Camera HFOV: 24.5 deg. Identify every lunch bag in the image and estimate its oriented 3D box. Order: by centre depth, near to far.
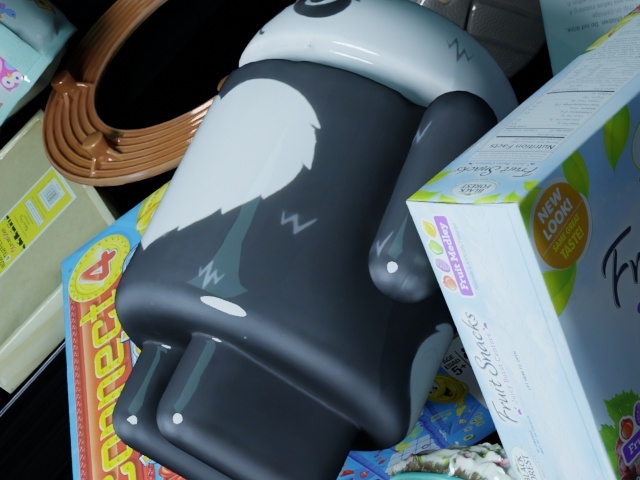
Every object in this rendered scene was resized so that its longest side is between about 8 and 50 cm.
[{"bbox_3d":[-0.349,-0.207,1.366,0.160,0.223,0.262,-51,11,-4],"label":"lunch bag"}]

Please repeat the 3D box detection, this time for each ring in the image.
[{"bbox_3d":[-0.116,-0.183,1.302,0.337,0.032,0.336,-23,39,20],"label":"ring"}]

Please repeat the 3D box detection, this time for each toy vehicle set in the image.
[{"bbox_3d":[-0.259,0.000,1.305,0.166,0.035,0.267,-46,36,3],"label":"toy vehicle set"}]

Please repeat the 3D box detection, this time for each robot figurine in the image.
[{"bbox_3d":[-0.003,-0.001,0.778,0.209,0.173,0.278,15,67,27],"label":"robot figurine"}]

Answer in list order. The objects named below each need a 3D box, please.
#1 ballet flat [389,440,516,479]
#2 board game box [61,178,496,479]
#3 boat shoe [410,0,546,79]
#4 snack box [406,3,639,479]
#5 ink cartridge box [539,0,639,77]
[{"bbox_3d":[0.140,0.147,0.742,0.077,0.091,0.241,-33,30,-34],"label":"ballet flat"},{"bbox_3d":[-0.029,0.051,0.980,0.302,0.086,0.308,-35,38,16],"label":"board game box"},{"bbox_3d":[0.161,-0.273,1.032,0.355,0.132,0.130,-50,30,8],"label":"boat shoe"},{"bbox_3d":[0.152,0.003,0.707,0.070,0.174,0.207,1,31,46],"label":"snack box"},{"bbox_3d":[0.205,-0.224,0.895,0.165,0.065,0.332,-9,88,20],"label":"ink cartridge box"}]
